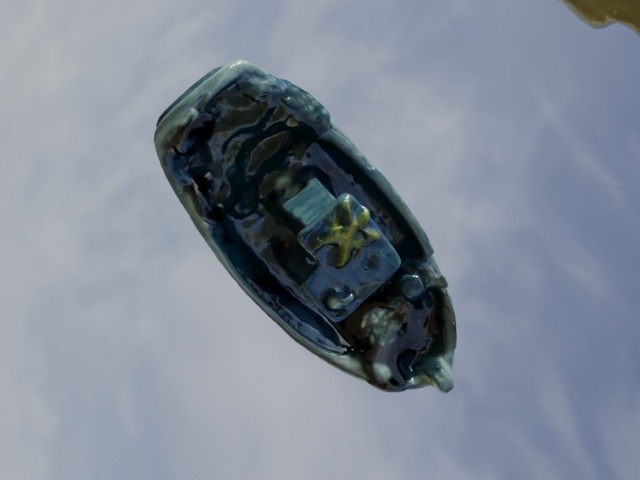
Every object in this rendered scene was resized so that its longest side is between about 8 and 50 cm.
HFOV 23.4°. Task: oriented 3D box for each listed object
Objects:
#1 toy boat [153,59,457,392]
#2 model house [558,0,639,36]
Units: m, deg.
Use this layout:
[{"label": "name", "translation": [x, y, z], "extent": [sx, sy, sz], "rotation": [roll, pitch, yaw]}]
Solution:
[{"label": "toy boat", "translation": [0.000, 0.000, 0.505], "extent": [0.060, 0.137, 0.061], "rotation": [-40, -152, -3]}, {"label": "model house", "translation": [0.307, -0.277, 0.864], "extent": [0.342, 0.382, 0.334], "rotation": [-47, 175, -25]}]
